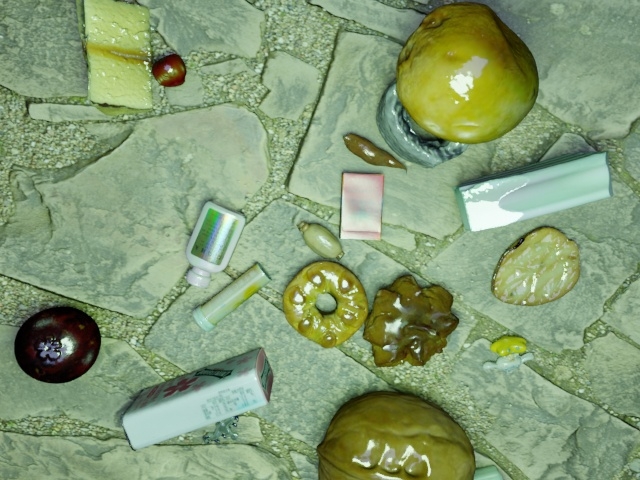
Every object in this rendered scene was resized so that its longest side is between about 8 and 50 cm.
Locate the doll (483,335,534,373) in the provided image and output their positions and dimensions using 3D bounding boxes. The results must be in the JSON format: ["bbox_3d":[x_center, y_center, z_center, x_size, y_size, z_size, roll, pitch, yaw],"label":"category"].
[{"bbox_3d":[0.507,0.316,1.356,0.135,0.071,0.113,-33,114,9],"label":"doll"}]

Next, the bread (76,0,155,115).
[{"bbox_3d":[-0.521,-0.452,1.229,0.141,0.178,0.266,-1,95,31],"label":"bread"}]

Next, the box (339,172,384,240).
[{"bbox_3d":[0.108,-0.089,1.304,0.112,0.048,0.175,3,96,-3],"label":"box"}]

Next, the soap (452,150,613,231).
[{"bbox_3d":[0.509,-0.122,1.225,0.346,0.208,0.115,-15,96,1],"label":"soap"}]

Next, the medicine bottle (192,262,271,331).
[{"bbox_3d":[-0.233,0.148,1.317,0.218,0.074,0.074,-38,96,1],"label":"medicine bottle"}]

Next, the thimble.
[{"bbox_3d":[0.258,-0.303,1.227,0.216,0.157,0.246,-24,97,3],"label":"thimble"}]

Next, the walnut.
[{"bbox_3d":[0.184,0.566,1.246,0.397,0.308,0.355,7,74,1],"label":"walnut"}]

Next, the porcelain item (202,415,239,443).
[{"bbox_3d":[-0.259,0.530,1.383,0.075,0.021,0.136,44,94,-5],"label":"porcelain item"}]

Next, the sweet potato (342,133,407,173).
[{"bbox_3d":[0.142,-0.222,1.289,0.194,0.056,0.057,26,96,-7],"label":"sweet potato"}]

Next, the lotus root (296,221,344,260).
[{"bbox_3d":[0.000,0.000,1.302,0.150,0.073,0.062,38,51,-4],"label":"lotus root"}]

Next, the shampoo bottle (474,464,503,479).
[{"bbox_3d":[0.336,0.739,1.388,0.359,0.078,0.134,-15,100,1],"label":"shampoo bottle"}]

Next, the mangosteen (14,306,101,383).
[{"bbox_3d":[-0.661,0.263,1.260,0.209,0.210,0.210,0,97,-1],"label":"mangosteen"}]

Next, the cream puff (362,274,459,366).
[{"bbox_3d":[0.226,0.220,1.295,0.241,0.155,0.269,33,89,-9],"label":"cream puff"}]

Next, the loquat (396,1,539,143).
[{"bbox_3d":[0.297,-0.335,1.030,0.283,0.276,0.276,20,97,-29],"label":"loquat"}]

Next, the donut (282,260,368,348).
[{"bbox_3d":[0.015,0.162,1.299,0.226,0.114,0.227,0,96,0],"label":"donut"}]

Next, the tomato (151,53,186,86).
[{"bbox_3d":[-0.377,-0.423,1.243,0.087,0.087,0.075,-24,124,2],"label":"tomato"}]

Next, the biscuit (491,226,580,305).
[{"bbox_3d":[0.577,0.079,1.337,0.259,0.041,0.203,-32,99,3],"label":"biscuit"}]

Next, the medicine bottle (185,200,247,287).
[{"bbox_3d":[-0.283,0.014,1.295,0.115,0.078,0.219,24,96,-5],"label":"medicine bottle"}]

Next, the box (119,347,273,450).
[{"bbox_3d":[-0.314,0.405,1.286,0.369,0.190,0.113,-19,96,0],"label":"box"}]
